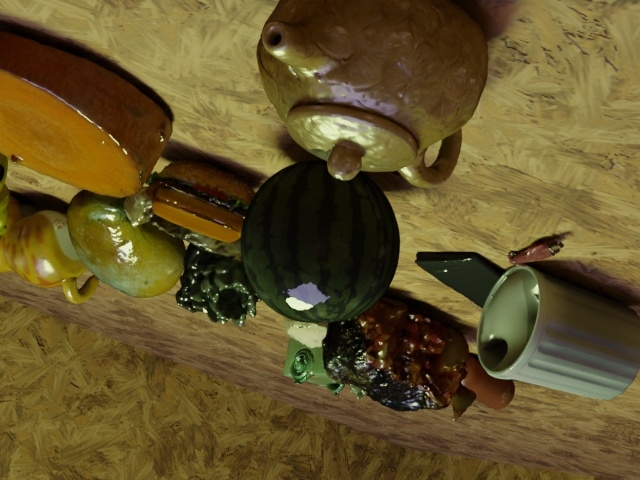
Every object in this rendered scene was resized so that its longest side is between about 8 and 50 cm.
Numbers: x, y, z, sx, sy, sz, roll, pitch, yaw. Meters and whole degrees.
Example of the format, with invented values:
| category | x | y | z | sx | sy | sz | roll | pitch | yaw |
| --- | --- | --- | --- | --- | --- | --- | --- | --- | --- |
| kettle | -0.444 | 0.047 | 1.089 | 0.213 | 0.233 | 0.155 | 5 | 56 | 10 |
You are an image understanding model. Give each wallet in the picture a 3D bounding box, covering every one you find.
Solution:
| category | x | y | z | sx | sy | sz | roll | pitch | yaw |
| --- | --- | --- | --- | --- | --- | --- | --- | --- | --- |
| wallet | 0.266 | 0.074 | 1.721 | 0.124 | 0.025 | 0.244 | -4 | 153 | 45 |

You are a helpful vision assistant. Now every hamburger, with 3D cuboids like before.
| category | x | y | z | sx | sy | sz | roll | pitch | yaw |
| --- | --- | --- | --- | --- | --- | --- | --- | --- | --- |
| hamburger | -0.170 | -0.062 | 1.576 | 0.166 | 0.087 | 0.137 | 22 | 164 | -15 |

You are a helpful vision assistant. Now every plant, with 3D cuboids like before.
| category | x | y | z | sx | sy | sz | roll | pitch | yaw |
| --- | --- | --- | --- | --- | --- | --- | --- | --- | --- |
| plant | -0.167 | 0.062 | 1.812 | 0.132 | 0.129 | 0.194 | 13 | -158 | -16 |

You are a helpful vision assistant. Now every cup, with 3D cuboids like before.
| category | x | y | z | sx | sy | sz | roll | pitch | yaw |
| --- | --- | --- | --- | --- | --- | --- | --- | --- | --- |
| cup | 0.350 | 0.143 | 1.638 | 0.202 | 0.167 | 0.221 | 18 | 174 | -18 |

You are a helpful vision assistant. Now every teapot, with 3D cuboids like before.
| category | x | y | z | sx | sy | sz | roll | pitch | yaw |
| --- | --- | --- | --- | --- | --- | --- | --- | --- | --- |
| teapot | 0.045 | -0.126 | 0.976 | 0.203 | 0.167 | 0.311 | 5 | 162 | 35 |

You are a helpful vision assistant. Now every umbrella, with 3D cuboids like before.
| category | x | y | z | sx | sy | sz | roll | pitch | yaw |
| --- | --- | --- | --- | --- | --- | --- | --- | --- | --- |
| umbrella | 0.295 | 0.016 | 1.487 | 0.027 | 0.025 | 0.165 | 0 | 171 | -14 |

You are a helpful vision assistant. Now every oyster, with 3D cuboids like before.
| category | x | y | z | sx | sy | sz | roll | pitch | yaw |
| --- | --- | --- | --- | --- | --- | --- | --- | --- | --- |
| oyster | -0.155 | -0.024 | 1.736 | 0.294 | 0.094 | 0.166 | 14 | -173 | -31 |

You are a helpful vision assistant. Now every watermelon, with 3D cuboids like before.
| category | x | y | z | sx | sy | sz | roll | pitch | yaw |
| --- | --- | --- | --- | --- | --- | --- | --- | --- | --- |
| watermelon | 0.000 | 0.000 | 1.395 | 0.212 | 0.212 | 0.212 | 15 | 165 | 4 |

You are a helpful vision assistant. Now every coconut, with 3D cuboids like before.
| category | x | y | z | sx | sy | sz | roll | pitch | yaw |
| --- | --- | --- | --- | --- | --- | --- | --- | --- | --- |
| coconut | -0.010 | 0.157 | 2.138 | 0.124 | 0.110 | 0.110 | 34 | 158 | -33 |

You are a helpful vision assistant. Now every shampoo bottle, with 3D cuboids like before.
| category | x | y | z | sx | sy | sz | roll | pitch | yaw |
| --- | --- | --- | --- | --- | --- | --- | --- | --- | --- |
| shampoo bottle | 0.318 | 0.287 | 2.319 | 0.085 | 0.085 | 0.244 | 0 | 155 | 47 |

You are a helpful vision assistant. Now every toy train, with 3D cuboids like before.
| category | x | y | z | sx | sy | sz | roll | pitch | yaw |
| --- | --- | --- | --- | --- | --- | --- | --- | --- | --- |
| toy train | 0.047 | 0.240 | 2.296 | 0.129 | 0.159 | 0.326 | 23 | 160 | -32 |

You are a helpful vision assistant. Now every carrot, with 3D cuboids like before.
| category | x | y | z | sx | sy | sz | roll | pitch | yaw |
| --- | --- | --- | --- | --- | --- | --- | --- | --- | --- |
| carrot | -0.340 | -0.163 | 1.383 | 0.258 | 0.100 | 0.307 | -2 | 155 | 41 |

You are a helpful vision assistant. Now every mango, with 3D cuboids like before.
| category | x | y | z | sx | sy | sz | roll | pitch | yaw |
| --- | --- | --- | --- | --- | --- | --- | --- | --- | --- |
| mango | -0.336 | -0.002 | 1.859 | 0.192 | 0.146 | 0.316 | 15 | 161 | 16 |

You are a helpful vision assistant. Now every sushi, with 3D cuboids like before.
| category | x | y | z | sx | sy | sz | roll | pitch | yaw |
| --- | --- | --- | --- | --- | --- | --- | --- | --- | --- |
| sushi | 0.154 | 0.225 | 2.053 | 0.343 | 0.196 | 0.182 | 28 | 167 | -36 |

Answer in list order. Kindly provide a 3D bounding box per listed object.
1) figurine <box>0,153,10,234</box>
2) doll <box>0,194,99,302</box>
| category | x | y | z | sx | sy | sz | roll | pitch | yaw |
| --- | --- | --- | --- | --- | --- | --- | --- | --- | --- |
| figurine | -0.585 | -0.109 | 1.719 | 0.169 | 0.218 | 0.327 | -21 | 170 | -22 |
| doll | -0.558 | 0.002 | 2.087 | 0.269 | 0.162 | 0.166 | 19 | -177 | 31 |
